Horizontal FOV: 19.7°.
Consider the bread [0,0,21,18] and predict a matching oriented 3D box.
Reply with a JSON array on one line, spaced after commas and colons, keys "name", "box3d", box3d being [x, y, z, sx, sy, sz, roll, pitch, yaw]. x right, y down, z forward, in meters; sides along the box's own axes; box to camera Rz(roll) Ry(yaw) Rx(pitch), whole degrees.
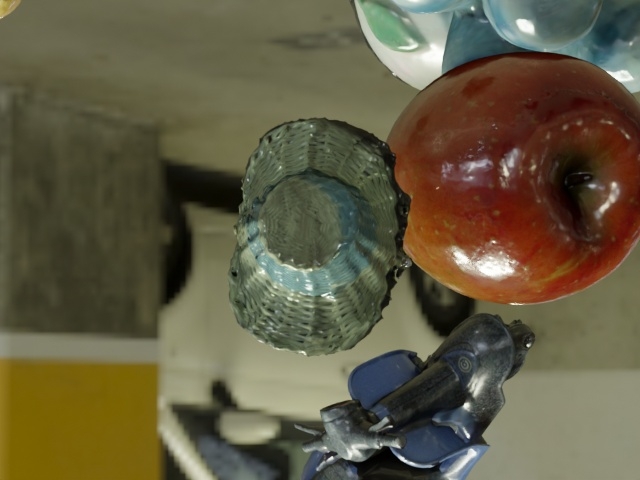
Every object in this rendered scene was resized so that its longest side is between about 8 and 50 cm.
[{"name": "bread", "box3d": [-0.292, -0.260, 1.475, 0.140, 0.236, 0.106, -14, 137, 15]}]

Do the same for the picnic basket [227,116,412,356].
[{"name": "picnic basket", "box3d": [0.000, 0.000, 0.644, 0.065, 0.083, 0.083, 6, 171, 3]}]

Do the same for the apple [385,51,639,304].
[{"name": "apple", "box3d": [0.135, -0.045, 1.261, 0.181, 0.181, 0.168, 2, -170, -22]}]

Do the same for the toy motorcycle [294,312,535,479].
[{"name": "toy motorcycle", "box3d": [0.049, 0.194, 1.602, 0.213, 0.125, 0.358, -18, 151, -46]}]

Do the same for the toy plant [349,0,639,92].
[{"name": "toy plant", "box3d": [0.154, -0.203, 1.462, 0.247, 0.247, 0.332, 0, -167, -8]}]
